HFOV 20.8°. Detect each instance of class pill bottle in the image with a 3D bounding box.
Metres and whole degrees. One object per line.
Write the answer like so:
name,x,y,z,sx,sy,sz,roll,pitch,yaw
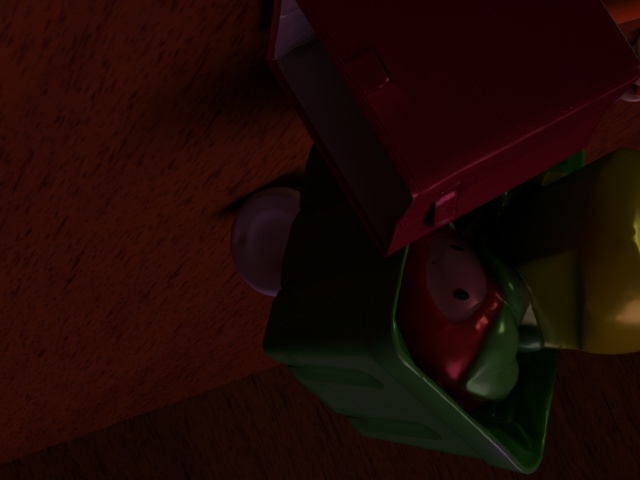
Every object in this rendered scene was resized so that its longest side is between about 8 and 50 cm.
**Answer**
pill bottle,0.000,0.000,1.937,0.119,0.119,0.208,-28,167,26

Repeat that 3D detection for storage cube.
storage cube,0.090,-0.131,1.282,0.193,0.215,0.183,-28,169,-11

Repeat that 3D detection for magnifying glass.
magnifying glass,0.246,-0.207,1.613,0.092,0.026,0.231,19,-160,28

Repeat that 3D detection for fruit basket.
fruit basket,0.177,-0.003,1.468,0.392,0.392,0.283,-27,134,21

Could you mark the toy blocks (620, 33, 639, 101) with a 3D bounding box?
toy blocks,0.386,-0.199,1.937,0.123,0.054,0.148,-20,169,-12
